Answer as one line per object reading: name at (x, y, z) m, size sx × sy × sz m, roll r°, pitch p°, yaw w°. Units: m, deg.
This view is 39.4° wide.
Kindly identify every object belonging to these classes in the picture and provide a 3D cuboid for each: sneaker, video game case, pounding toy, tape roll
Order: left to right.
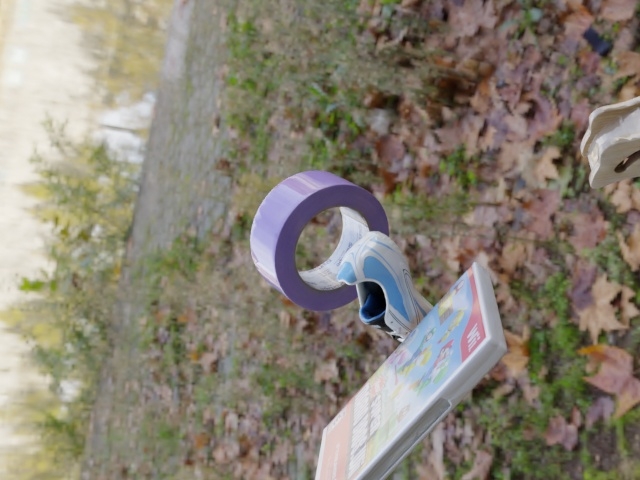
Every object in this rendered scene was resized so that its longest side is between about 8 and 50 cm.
tape roll at (0.000, 0.000, 1.280) m, size 0.080 × 0.189 × 0.189 m, roll 34°, pitch 114°, yaw 54°
sneaker at (0.096, 0.091, 1.081) m, size 0.086 × 0.237 × 0.085 m, roll -45°, pitch 32°, yaw -13°
video game case at (0.088, 0.166, 0.956) m, size 0.285 × 0.025 × 0.204 m, roll -50°, pitch 8°, yaw 18°
pounding toy at (0.530, -0.182, 1.361) m, size 0.269 × 0.154 × 0.155 m, roll -15°, pitch 54°, yaw 16°
